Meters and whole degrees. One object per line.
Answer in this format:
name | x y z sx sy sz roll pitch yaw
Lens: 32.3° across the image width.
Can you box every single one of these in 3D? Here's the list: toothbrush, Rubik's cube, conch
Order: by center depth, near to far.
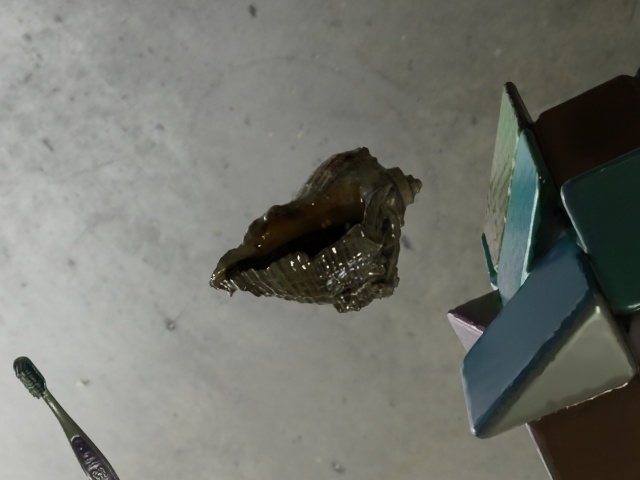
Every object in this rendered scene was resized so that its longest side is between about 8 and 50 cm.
toothbrush | -0.092 0.098 0.467 0.011 0.013 0.131 -29 120 -1
Rubik's cube | 0.282 0.032 0.895 0.358 0.387 0.368 -26 152 13
conch | 0.000 0.000 1.127 0.178 0.245 0.163 92 154 -80
